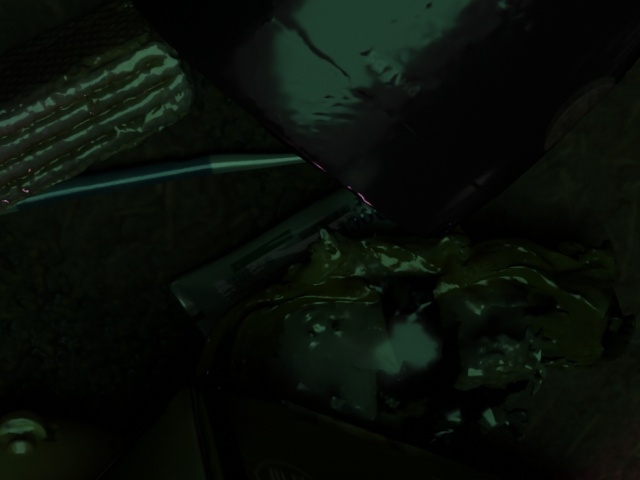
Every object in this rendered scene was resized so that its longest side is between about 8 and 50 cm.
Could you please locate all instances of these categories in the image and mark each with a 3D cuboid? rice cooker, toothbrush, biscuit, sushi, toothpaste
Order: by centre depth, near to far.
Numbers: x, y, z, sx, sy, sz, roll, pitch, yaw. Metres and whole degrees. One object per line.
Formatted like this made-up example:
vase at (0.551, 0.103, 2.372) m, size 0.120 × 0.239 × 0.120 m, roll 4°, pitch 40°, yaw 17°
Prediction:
rice cooker at (0.044, -0.151, 0.623) m, size 0.267 × 0.267 × 0.224 m, roll 35°, pitch 101°, yaw -19°
biscuit at (-0.185, -0.069, 0.715) m, size 0.239 × 0.108 × 0.061 m, roll -25°, pitch 120°, yaw 6°
sushi at (0.063, 0.062, 0.771) m, size 0.291 × 0.131 × 0.139 m, roll -6°, pitch 149°, yaw -4°
toothbrush at (-0.093, -0.049, 0.781) m, size 0.276 × 0.019 × 0.025 m, roll -9°, pitch 110°, yaw 0°
toothpaste at (0.000, 0.000, 0.802) m, size 0.218 × 0.041 × 0.064 m, roll -32°, pitch 102°, yaw 13°

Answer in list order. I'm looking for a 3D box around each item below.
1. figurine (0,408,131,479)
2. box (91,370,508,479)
figurine at (-0.259, 0.224, 0.840) m, size 0.325 × 0.124 × 0.222 m, roll -9°, pitch 115°, yaw -5°
box at (-0.015, 0.302, 0.804) m, size 0.420 × 0.138 × 0.373 m, roll 25°, pitch 120°, yaw -35°
